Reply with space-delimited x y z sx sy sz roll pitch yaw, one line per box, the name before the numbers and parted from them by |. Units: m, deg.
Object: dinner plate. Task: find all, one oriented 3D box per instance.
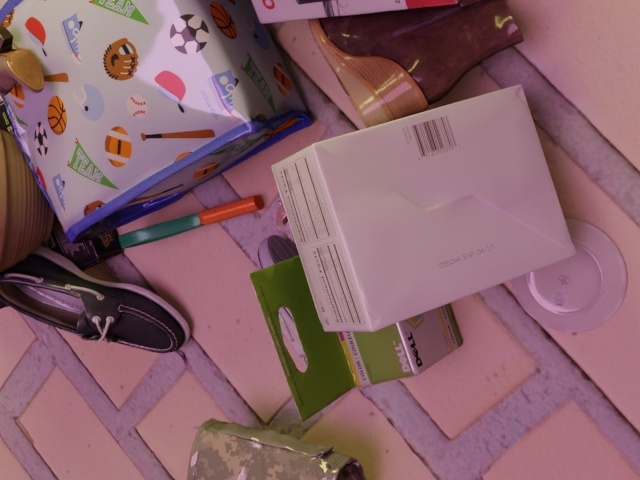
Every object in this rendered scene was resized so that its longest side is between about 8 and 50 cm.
dinner plate | 0.292 0.043 1.134 0.141 0.017 0.141 8 106 30

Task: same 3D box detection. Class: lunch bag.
lunch bag | -0.055 0.391 1.331 0.235 0.169 0.286 9 110 29
lunch bag | -0.256 -0.210 1.279 0.386 0.239 0.327 -27 87 25

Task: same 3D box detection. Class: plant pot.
plant pot | -0.458 -0.058 1.399 0.237 0.110 0.237 1 91 61

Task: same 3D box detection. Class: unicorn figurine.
unicorn figurine | 0.000 0.000 1.281 0.162 0.060 0.111 43 121 35

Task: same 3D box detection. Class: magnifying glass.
magnifying glass | -0.189 -0.025 1.375 0.231 0.092 0.026 -17 89 22

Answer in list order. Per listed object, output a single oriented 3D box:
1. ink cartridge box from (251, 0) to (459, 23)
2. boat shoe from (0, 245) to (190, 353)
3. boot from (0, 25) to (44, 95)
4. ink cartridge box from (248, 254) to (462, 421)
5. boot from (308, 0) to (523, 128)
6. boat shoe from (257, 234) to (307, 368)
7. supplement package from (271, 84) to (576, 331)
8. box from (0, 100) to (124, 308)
ink cartridge box | 0.028 -0.371 1.096 0.273 0.114 0.197 3 132 32
boat shoe | -0.349 0.110 1.445 0.303 0.091 0.114 20 128 8
boot | -0.401 -0.216 1.229 0.118 0.042 0.087 57 139 12
ink cartridge box | 0.050 0.086 1.144 0.097 0.255 0.188 -19 91 34
boot | 0.107 -0.249 1.138 0.207 0.090 0.248 -31 46 6
boat shoe | -0.034 0.105 1.302 0.076 0.083 0.226 -34 84 31
supplement package | 0.111 -0.034 1.061 0.145 0.262 0.203 -16 92 68
box | -0.491 -0.063 1.546 0.293 0.073 0.295 -24 89 33
